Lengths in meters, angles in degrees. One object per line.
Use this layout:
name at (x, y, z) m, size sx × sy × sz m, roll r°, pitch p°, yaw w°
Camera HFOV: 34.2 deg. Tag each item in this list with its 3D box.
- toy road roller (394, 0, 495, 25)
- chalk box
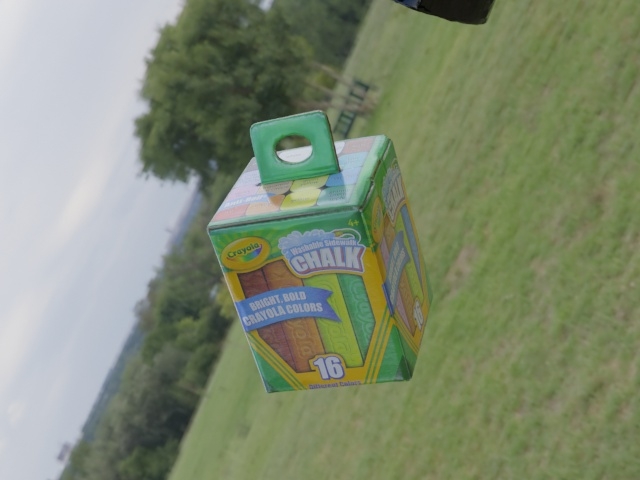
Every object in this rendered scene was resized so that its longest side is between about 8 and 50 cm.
toy road roller at (-0.009, -0.274, 0.635) m, size 0.240 × 0.329 × 0.202 m, roll -24°, pitch -41°, yaw -57°
chalk box at (0.000, 0.000, 0.857) m, size 0.132 × 0.132 × 0.213 m, roll -66°, pitch -38°, yaw -56°
